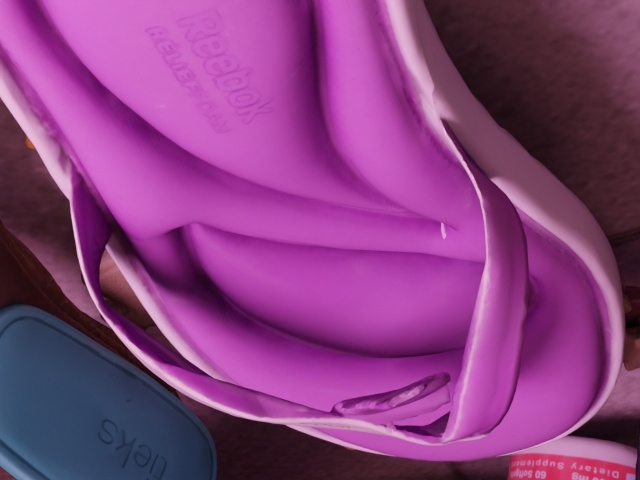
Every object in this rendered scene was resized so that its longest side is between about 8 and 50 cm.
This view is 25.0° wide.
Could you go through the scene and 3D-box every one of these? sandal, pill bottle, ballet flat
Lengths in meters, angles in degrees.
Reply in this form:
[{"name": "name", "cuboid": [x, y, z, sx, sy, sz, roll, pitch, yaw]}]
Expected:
[{"name": "sandal", "cuboid": [-0.002, 0.012, 0.488, 0.169, 0.102, 0.416, -18, 144, 18]}, {"name": "pill bottle", "cuboid": [0.140, 0.195, 0.807, 0.087, 0.160, 0.087, 9, 164, 3]}, {"name": "ballet flat", "cuboid": [-0.163, 0.022, 0.533, 0.124, 0.116, 0.342, 4, 149, 32]}]

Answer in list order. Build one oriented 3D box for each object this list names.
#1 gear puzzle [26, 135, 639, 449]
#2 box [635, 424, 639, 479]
[{"name": "gear puzzle", "cuboid": [0.000, 0.000, 0.604, 0.175, 0.044, 0.339, -26, 141, 28]}, {"name": "box", "cuboid": [0.312, 0.178, 0.688, 0.296, 0.183, 0.294, -2, 102, -12]}]
